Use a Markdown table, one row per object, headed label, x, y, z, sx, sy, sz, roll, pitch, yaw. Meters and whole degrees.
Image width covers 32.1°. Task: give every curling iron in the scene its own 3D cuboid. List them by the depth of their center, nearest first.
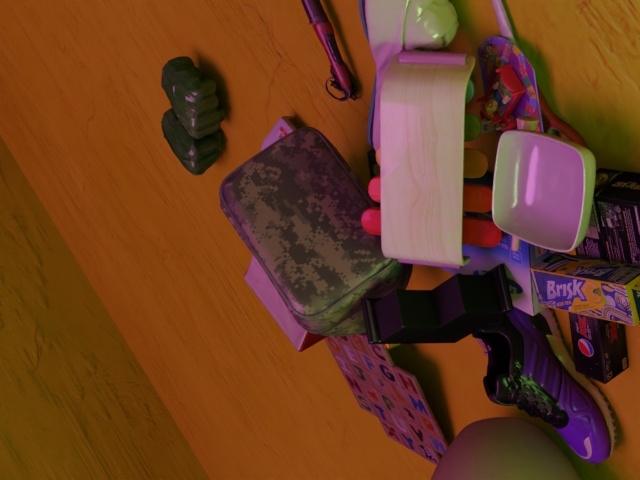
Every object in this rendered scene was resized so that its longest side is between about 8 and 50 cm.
| label | x | y | z | sx | sy | sz | roll | pitch | yaw |
| --- | --- | --- | --- | --- | --- | --- | --- | --- | --- |
| curling iron | -0.006 | -0.347 | 1.806 | 0.068 | 0.035 | 0.274 | 13 | 132 | 58 |

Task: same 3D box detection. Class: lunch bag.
| label | x | y | z | sx | sy | sz | roll | pitch | yaw |
| --- | --- | --- | --- | --- | --- | --- | --- | --- | --- |
| lunch bag | 0.000 | 0.000 | 1.794 | 0.305 | 0.212 | 0.256 | 54 | 177 | 21 |

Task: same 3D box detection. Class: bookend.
| label | x | y | z | sx | sy | sz | roll | pitch | yaw |
| --- | --- | --- | --- | --- | --- | --- | --- | --- | --- |
| bookend | 0.166 | 0.093 | 1.612 | 0.156 | 0.157 | 0.072 | -42 | 52 | 55 |

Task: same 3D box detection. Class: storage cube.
| label | x | y | z | sx | sy | sz | roll | pitch | yaw |
| --- | --- | --- | --- | --- | --- | --- | --- | --- | --- |
| storage cube | 0.002 | 0.055 | 2.020 | 0.215 | 0.193 | 0.184 | 53 | 152 | 17 |

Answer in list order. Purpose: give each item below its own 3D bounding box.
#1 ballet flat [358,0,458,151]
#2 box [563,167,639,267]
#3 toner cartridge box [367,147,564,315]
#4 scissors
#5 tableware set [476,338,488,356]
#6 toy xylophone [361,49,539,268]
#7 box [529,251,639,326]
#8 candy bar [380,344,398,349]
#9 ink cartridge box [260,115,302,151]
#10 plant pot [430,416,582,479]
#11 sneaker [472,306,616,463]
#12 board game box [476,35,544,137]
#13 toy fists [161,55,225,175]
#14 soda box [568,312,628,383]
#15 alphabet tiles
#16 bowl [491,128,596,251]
| label | x | y | z | sx | sy | sz | roll | pitch | yaw |
| --- | --- | --- | --- | --- | --- | --- | --- | --- | --- |
| ballet flat | 0.137 | -0.272 | 1.583 | 0.139 | 0.139 | 0.400 | 40 | 150 | 35 |
| box | 0.402 | 0.010 | 1.416 | 0.147 | 0.077 | 0.180 | 15 | 127 | 55 |
| toner cartridge box | 0.217 | -0.031 | 1.700 | 0.348 | 0.075 | 0.165 | 29 | 140 | 46 |
| scissors | 0.268 | -0.210 | 1.502 | 0.297 | 0.021 | 0.109 | 60 | 155 | 0 |
| tableware set | 0.301 | 0.200 | 1.810 | 0.169 | 0.020 | 0.141 | 60 | 163 | 1 |
| toy xylophone | 0.175 | -0.094 | 1.524 | 0.236 | 0.081 | 0.323 | 14 | 116 | 15 |
| box | 0.346 | 0.059 | 1.411 | 0.169 | 0.054 | 0.059 | 12 | 125 | 58 |
| candy bar | 0.155 | 0.150 | 1.883 | 0.040 | 0.161 | 0.018 | 34 | 129 | 37 |
| ink cartridge box | -0.068 | -0.117 | 2.055 | 0.145 | 0.045 | 0.179 | 50 | 118 | 21 |
| plant pot | 0.298 | 0.399 | 1.803 | 0.284 | 0.284 | 0.191 | 110 | 164 | -56 |
| sneaker | 0.321 | 0.224 | 1.680 | 0.293 | 0.146 | 0.102 | 60 | 152 | 4 |
| board game box | 0.246 | -0.190 | 1.511 | 0.133 | 0.033 | 0.169 | 35 | 144 | 58 |
| toy fists | -0.259 | -0.247 | 2.298 | 0.142 | 0.096 | 0.279 | 59 | 156 | 27 |
| soda box | 0.388 | 0.114 | 1.564 | 0.060 | 0.053 | 0.169 | 25 | 135 | 50 |
| alphabet tiles | 0.126 | 0.295 | 2.152 | 0.285 | 0.011 | 0.343 | 23 | 147 | 51 |
| bowl | 0.287 | -0.067 | 1.398 | 0.142 | 0.053 | 0.142 | 25 | 121 | 46 |
